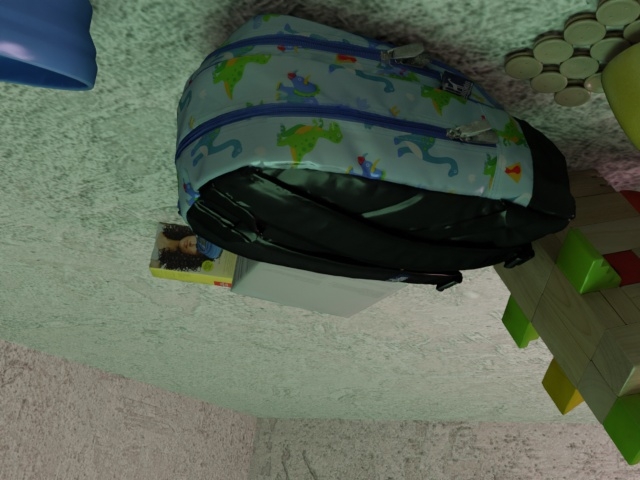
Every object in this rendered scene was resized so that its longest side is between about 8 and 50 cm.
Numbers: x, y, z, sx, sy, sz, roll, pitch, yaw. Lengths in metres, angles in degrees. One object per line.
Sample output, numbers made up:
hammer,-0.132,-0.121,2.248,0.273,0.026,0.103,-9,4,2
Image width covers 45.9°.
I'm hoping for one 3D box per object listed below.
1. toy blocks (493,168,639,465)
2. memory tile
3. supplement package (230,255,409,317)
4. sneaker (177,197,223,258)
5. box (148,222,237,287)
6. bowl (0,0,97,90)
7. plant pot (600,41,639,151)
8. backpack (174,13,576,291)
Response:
toy blocks,0.365,0.040,0.862,0.261,0.381,0.190,-9,134,-16
memory tile,0.260,-0.176,0.720,0.113,0.012,0.148,19,155,-28
supplement package,0.000,0.000,1.061,0.194,0.149,0.203,14,158,-17
sneaker,-0.169,-0.044,1.128,0.087,0.083,0.221,22,152,-2
box,-0.167,0.033,1.288,0.232,0.087,0.058,7,159,-2
bowl,-0.374,-0.197,0.594,0.391,0.077,0.391,10,-176,-1
plant pot,0.335,-0.120,0.694,0.134,0.095,0.134,-2,163,-1
backpack,0.025,-0.075,0.777,0.356,0.273,0.290,-6,169,-30
